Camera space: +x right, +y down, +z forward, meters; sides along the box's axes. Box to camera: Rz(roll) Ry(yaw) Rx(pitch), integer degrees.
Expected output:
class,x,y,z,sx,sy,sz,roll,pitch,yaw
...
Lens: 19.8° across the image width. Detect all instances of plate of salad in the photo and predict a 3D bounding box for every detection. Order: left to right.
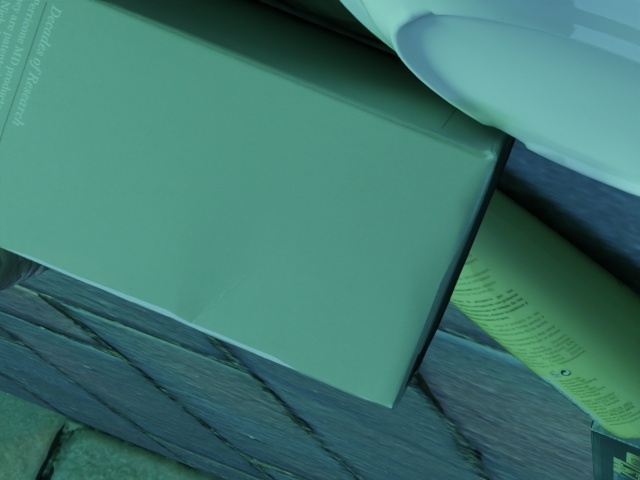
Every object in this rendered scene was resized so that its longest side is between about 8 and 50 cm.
class,x,y,z,sx,sy,sz,roll,pitch,yaw
plate of salad,0.094,-0.053,0.537,0.200,0.048,0.200,23,171,4

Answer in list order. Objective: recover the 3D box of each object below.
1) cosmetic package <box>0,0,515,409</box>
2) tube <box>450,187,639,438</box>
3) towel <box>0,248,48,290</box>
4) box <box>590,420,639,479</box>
class,x,y,z,sx,sy,sz,roll,pitch,yaw
cosmetic package,-0.055,-0.040,0.658,0.238,0.107,0.127,19,-165,4
tube,0.077,0.007,0.817,0.070,0.062,0.240,-37,124,27
towel,-0.320,-0.009,1.084,0.317,0.053,0.332,5,-174,4
box,0.243,0.132,1.010,0.183,0.059,0.232,20,168,15
